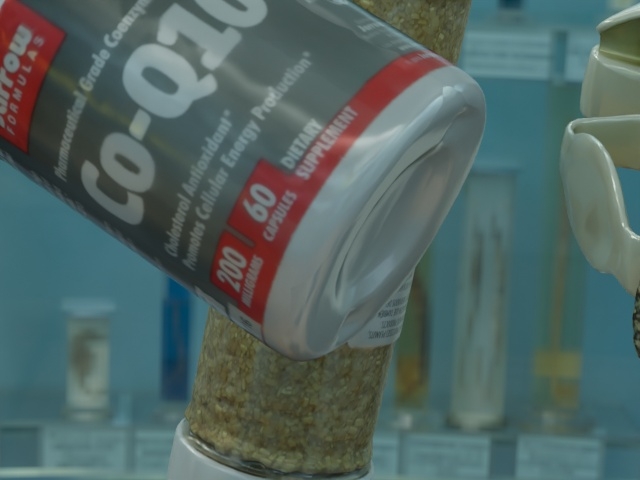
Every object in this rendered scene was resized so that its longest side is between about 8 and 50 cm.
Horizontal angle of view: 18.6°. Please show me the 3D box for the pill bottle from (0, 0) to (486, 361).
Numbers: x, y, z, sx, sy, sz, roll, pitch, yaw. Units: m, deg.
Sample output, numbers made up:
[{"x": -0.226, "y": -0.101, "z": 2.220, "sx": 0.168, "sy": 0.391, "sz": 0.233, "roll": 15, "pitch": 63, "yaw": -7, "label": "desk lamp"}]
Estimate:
[{"x": -0.076, "y": -0.080, "z": 0.959, "sx": 0.283, "sy": 0.161, "sz": 0.161, "roll": 34, "pitch": 24, "yaw": 17, "label": "pill bottle"}]

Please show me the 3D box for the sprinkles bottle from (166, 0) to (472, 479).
[{"x": 0.000, "y": 0.000, "z": 1.132, "sx": 0.121, "sy": 0.355, "sz": 0.121, "roll": 12, "pitch": 13, "yaw": -3, "label": "sprinkles bottle"}]

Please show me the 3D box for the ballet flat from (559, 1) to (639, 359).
[{"x": 0.225, "y": -0.062, "z": 1.089, "sx": 0.182, "sy": 0.164, "sz": 0.483, "roll": -2, "pitch": 26, "yaw": 11, "label": "ballet flat"}]
